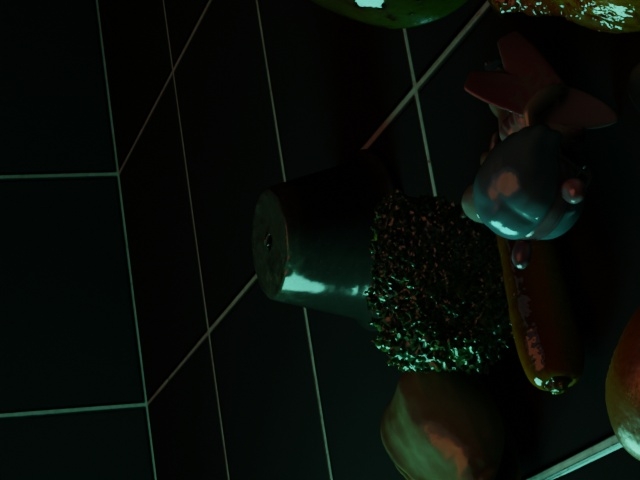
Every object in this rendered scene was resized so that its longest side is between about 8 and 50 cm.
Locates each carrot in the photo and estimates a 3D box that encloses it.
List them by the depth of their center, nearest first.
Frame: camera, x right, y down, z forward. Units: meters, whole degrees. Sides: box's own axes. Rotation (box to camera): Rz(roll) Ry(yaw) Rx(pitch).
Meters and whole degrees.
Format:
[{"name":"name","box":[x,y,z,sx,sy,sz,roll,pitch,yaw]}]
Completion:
[{"name":"carrot","box":[0.215,0.048,1.622,0.067,0.067,0.225,122,142,-57]}]

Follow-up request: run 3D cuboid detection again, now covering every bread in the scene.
[{"name":"bread","box":[0.251,-0.224,1.399,0.095,0.139,0.269,67,169,-6]}]

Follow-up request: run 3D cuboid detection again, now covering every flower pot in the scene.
[{"name":"flower pot","box":[0.000,0.000,2.090,0.235,0.148,0.235,179,90,-69]}]

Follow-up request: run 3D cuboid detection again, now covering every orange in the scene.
[{"name":"orange","box":[0.300,0.111,1.294,0.136,0.159,0.159,22,120,23]}]

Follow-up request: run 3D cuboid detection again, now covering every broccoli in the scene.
[{"name":"broccoli","box":[0.130,0.045,1.755,0.220,0.194,0.194,60,155,6]}]

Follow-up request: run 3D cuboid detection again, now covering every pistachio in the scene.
[{"name":"pistachio","box":[0.140,0.214,1.759,0.129,0.131,0.206,49,-174,-37]}]

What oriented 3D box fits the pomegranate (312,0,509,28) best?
[{"name":"pomegranate","box":[0.097,-0.334,1.567,0.291,0.323,0.291,-169,90,-73]}]

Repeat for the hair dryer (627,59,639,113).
[{"name":"hair dryer","box":[0.348,-0.086,1.261,0.248,0.078,0.195,70,155,18]}]

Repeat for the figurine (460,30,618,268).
[{"name":"figurine","box":[0.176,-0.088,1.574,0.205,0.102,0.260,-46,33,34]}]
